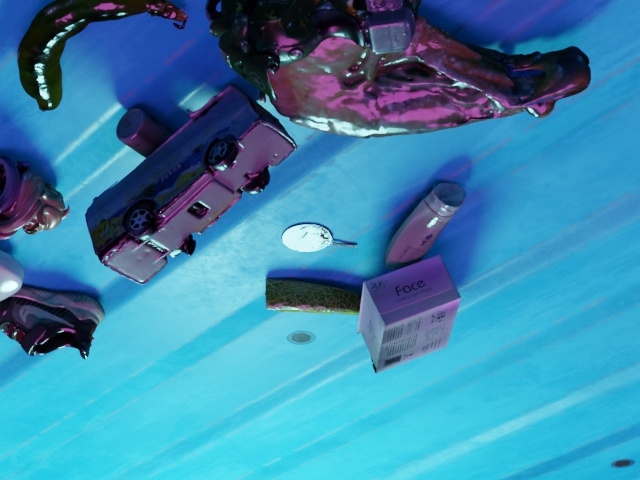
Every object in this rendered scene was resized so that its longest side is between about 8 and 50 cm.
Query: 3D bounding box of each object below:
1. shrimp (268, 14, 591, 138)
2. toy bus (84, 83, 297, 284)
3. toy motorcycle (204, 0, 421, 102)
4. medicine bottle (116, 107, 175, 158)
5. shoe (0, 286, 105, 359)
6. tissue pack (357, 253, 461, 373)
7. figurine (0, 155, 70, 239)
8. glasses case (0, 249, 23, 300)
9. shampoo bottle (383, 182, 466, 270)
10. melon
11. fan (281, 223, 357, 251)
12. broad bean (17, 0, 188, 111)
[{"bbox_3d":[0.138,-0.230,1.700,0.445,0.110,0.221,0,139,4],"label":"shrimp"},{"bbox_3d":[-0.187,-0.083,1.786,0.317,0.138,0.112,-39,141,11],"label":"toy bus"},{"bbox_3d":[-0.009,-0.264,1.548,0.274,0.187,0.125,-7,147,7],"label":"toy motorcycle"},{"bbox_3d":[-0.216,-0.125,1.870,0.057,0.058,0.199,-22,143,28],"label":"medicine bottle"},{"bbox_3d":[-0.498,0.151,2.236,0.227,0.112,0.099,2,148,-10],"label":"shoe"},{"bbox_3d":[0.153,0.130,2.190,0.148,0.092,0.246,-19,156,-10],"label":"tissue pack"},{"bbox_3d":[-0.452,-0.054,1.922,0.157,0.126,0.114,30,179,-37],"label":"figurine"},{"bbox_3d":[-0.640,0.083,2.156,0.296,0.075,0.113,-19,142,24],"label":"glasses case"},{"bbox_3d":[0.167,-0.019,2.059,0.072,0.049,0.212,5,147,-20],"label":"shampoo bottle"},{"bbox_3d":[0.019,0.121,2.275,0.261,0.053,0.114,7,154,-13],"label":"melon"},{"bbox_3d":[0.000,0.000,2.123,0.133,0.005,0.085,11,144,-17],"label":"fan"},{"bbox_3d":[-0.320,-0.259,1.664,0.292,0.049,0.144,-27,141,32],"label":"broad bean"}]
